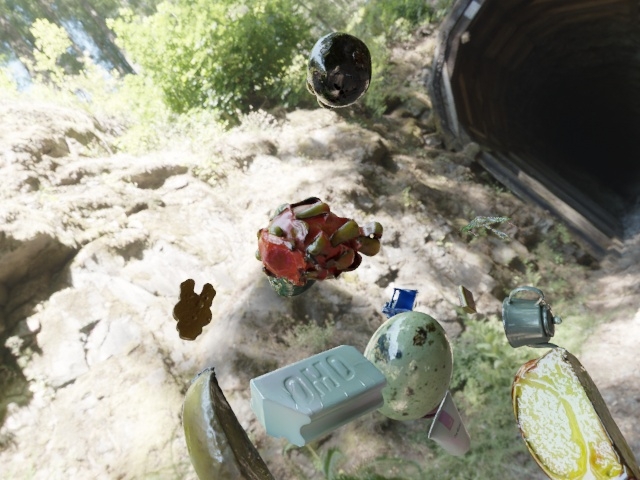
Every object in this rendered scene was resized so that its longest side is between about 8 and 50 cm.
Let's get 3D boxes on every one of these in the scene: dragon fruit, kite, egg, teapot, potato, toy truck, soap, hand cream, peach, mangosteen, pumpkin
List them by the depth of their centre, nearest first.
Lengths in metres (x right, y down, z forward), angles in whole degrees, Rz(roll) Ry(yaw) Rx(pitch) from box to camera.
[{"bbox_3d":[-0.178,0.365,0.708,0.120,0.261,0.100,-32,-2,0],"label":"potato"},{"bbox_3d":[0.459,0.349,0.761,0.154,0.267,0.159,16,-46,-42],"label":"peach"},{"bbox_3d":[-0.005,0.365,1.004,0.290,0.173,0.095,-12,-61,-30],"label":"soap"},{"bbox_3d":[-0.007,0.014,1.075,0.243,0.307,0.227,-66,3,-29],"label":"dragon fruit"},{"bbox_3d":[0.660,0.243,1.291,0.149,0.239,0.162,-11,21,40],"label":"teapot"},{"bbox_3d":[0.278,0.404,1.356,0.288,0.288,0.379,-25,-52,-43],"label":"egg"},{"bbox_3d":[0.588,-0.048,1.467,0.198,0.006,0.244,-15,20,4],"label":"kite"},{"bbox_3d":[0.499,0.730,1.623,0.185,0.118,0.358,-55,-43,-22],"label":"hand cream"},{"bbox_3d":[0.050,-0.649,1.631,0.275,0.274,0.302,-29,12,-36],"label":"mangosteen"},{"bbox_3d":[0.329,0.280,1.733,0.208,0.126,0.113,105,-170,-51],"label":"toy truck"},{"bbox_3d":[-0.150,0.102,2.071,0.264,0.293,0.196,-29,-45,-20],"label":"pumpkin"}]

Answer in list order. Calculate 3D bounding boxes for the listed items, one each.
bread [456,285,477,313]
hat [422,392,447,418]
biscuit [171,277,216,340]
[{"bbox_3d":[0.588,0.239,1.682,0.035,0.094,0.090,-30,-44,32],"label":"bread"},{"bbox_3d":[0.499,0.734,1.928,0.205,0.205,0.089,-45,10,2],"label":"hat"},{"bbox_3d":[-0.582,0.316,1.911,0.044,0.186,0.295,122,160,-51],"label":"biscuit"}]
